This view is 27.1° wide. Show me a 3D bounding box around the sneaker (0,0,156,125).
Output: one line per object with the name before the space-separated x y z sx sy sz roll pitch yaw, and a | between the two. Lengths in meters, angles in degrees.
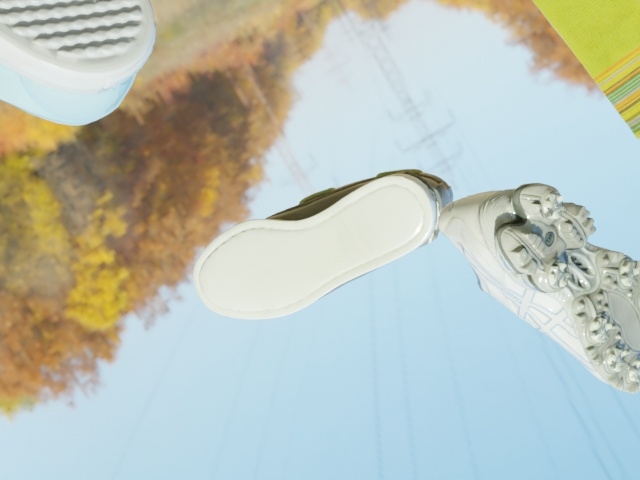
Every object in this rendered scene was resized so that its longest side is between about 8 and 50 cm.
sneaker | -0.289 -0.193 0.915 0.135 0.366 0.150 -53 -179 -30

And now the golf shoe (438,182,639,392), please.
golf shoe | 0.139 0.025 0.789 0.086 0.176 0.069 8 -122 50

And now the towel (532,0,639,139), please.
towel | 0.322 -0.231 1.470 0.102 0.237 0.021 -38 179 27

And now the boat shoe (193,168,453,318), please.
boat shoe | 0.002 0.004 1.413 0.305 0.109 0.091 -21 -178 29
